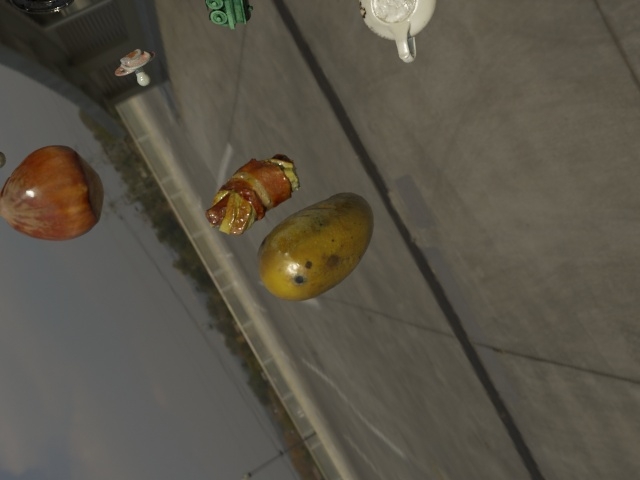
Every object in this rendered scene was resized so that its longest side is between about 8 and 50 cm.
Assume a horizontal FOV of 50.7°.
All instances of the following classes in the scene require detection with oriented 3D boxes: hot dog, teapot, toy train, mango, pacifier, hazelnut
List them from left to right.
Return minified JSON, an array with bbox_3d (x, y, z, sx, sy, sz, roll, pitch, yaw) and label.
[{"bbox_3d":[-0.480,-0.074,1.214,0.182,0.182,0.182,58,170,16],"label":"hazelnut"},{"bbox_3d":[-0.401,-0.377,1.493,0.081,0.099,0.078,28,148,45],"label":"pacifier"},{"bbox_3d":[-0.204,-0.552,1.515,0.170,0.111,0.071,85,-169,-59],"label":"toy train"},{"bbox_3d":[-0.137,-0.098,1.311,0.146,0.213,0.103,8,132,48],"label":"hot dog"},{"bbox_3d":[0.005,0.004,1.324,0.177,0.329,0.175,33,129,25],"label":"mango"},{"bbox_3d":[0.210,-0.626,1.802,0.166,0.208,0.299,-33,-73,-76],"label":"teapot"}]

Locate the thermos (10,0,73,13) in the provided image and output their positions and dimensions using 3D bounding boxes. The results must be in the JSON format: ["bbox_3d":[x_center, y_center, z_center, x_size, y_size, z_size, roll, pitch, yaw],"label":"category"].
[{"bbox_3d":[-0.538,-0.577,1.209,0.136,0.110,0.330,-22,81,43],"label":"thermos"}]

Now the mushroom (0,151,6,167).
[{"bbox_3d":[-0.766,-0.204,1.555,0.085,0.085,0.079,-141,60,-66],"label":"mushroom"}]
